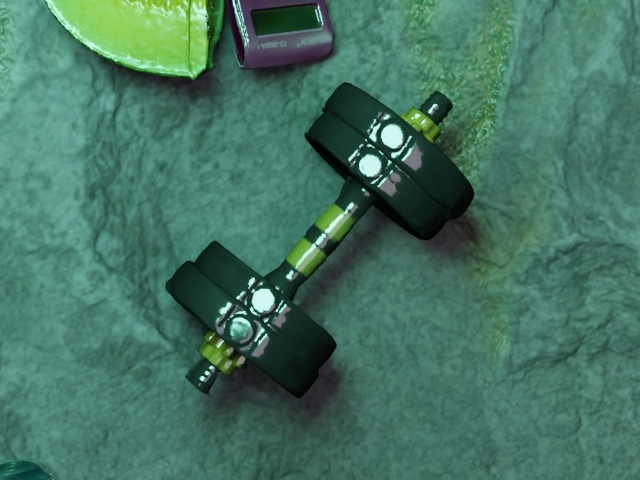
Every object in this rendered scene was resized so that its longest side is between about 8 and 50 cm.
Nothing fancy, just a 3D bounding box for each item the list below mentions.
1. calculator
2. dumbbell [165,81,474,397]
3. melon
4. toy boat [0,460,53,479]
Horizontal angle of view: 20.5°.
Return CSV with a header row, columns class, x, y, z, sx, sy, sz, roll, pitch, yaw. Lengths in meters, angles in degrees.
class,x,y,z,sx,sy,sz,roll,pitch,yaw
calculator,-0.047,-0.272,1.798,0.126,0.034,0.190,-12,99,-40
dumbbell,0.000,0.000,1.794,0.185,0.185,0.388,41,88,-15
melon,-0.186,-0.296,1.747,0.169,0.129,0.265,-1,103,8
toy boat,-0.343,0.260,1.818,0.141,0.055,0.060,-16,94,-11
